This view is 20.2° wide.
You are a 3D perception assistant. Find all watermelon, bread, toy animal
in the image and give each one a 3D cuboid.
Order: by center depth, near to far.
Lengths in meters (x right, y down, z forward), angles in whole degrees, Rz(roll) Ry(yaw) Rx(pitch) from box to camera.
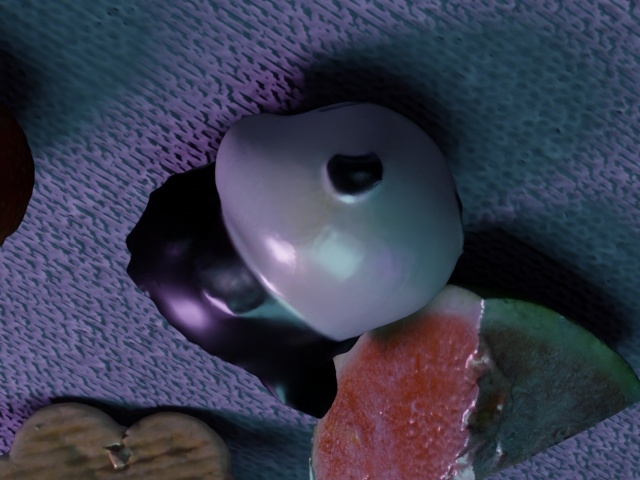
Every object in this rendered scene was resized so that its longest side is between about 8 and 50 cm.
[{"bbox_3d":[0.000,0.000,0.997,0.166,0.138,0.179,18,134,-41],"label":"toy animal"},{"bbox_3d":[0.098,0.098,1.122,0.146,0.128,0.231,-2,162,-32],"label":"watermelon"},{"bbox_3d":[-0.141,0.200,1.208,0.251,0.182,0.039,3,153,3],"label":"bread"}]

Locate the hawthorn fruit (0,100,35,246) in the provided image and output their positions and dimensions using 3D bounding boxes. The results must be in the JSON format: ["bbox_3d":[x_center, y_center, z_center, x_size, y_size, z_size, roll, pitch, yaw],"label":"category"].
[{"bbox_3d":[-0.258,-0.055,0.970,0.203,0.162,0.162,48,129,-9],"label":"hawthorn fruit"}]
